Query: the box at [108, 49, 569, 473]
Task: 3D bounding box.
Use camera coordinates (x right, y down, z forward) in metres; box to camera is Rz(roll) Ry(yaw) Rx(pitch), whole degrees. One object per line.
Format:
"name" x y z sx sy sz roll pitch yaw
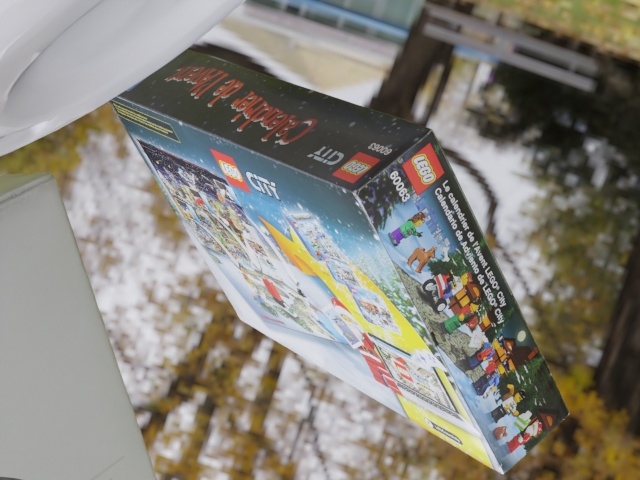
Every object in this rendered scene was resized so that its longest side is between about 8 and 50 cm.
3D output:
"box" 0.000 0.000 0.746 0.233 0.044 0.159 25 149 54

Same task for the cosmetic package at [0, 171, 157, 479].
"cosmetic package" -0.325 0.197 1.043 0.329 0.394 0.327 -1 -158 42

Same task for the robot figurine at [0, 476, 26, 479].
"robot figurine" -0.047 0.175 0.327 0.353 0.200 0.300 25 179 44

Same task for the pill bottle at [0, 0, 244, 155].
"pill bottle" -0.123 -0.167 0.420 0.272 0.152 0.152 54 -163 2
